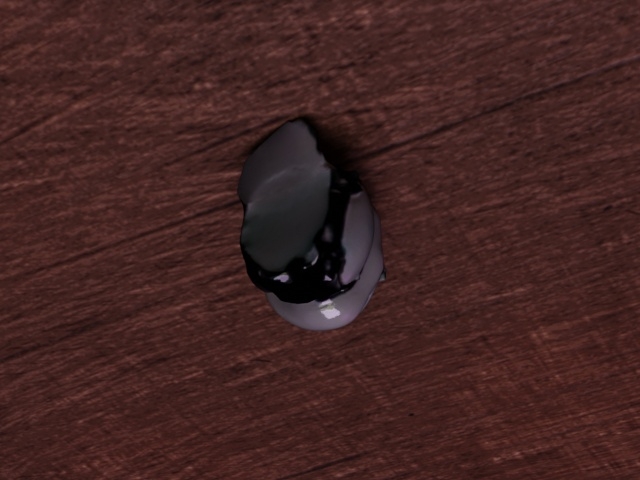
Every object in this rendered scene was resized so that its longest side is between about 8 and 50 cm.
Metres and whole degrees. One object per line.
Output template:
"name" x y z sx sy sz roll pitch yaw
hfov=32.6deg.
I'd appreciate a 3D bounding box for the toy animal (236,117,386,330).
"toy animal" 0.000 0.000 1.053 0.138 0.166 0.179 8 154 25
